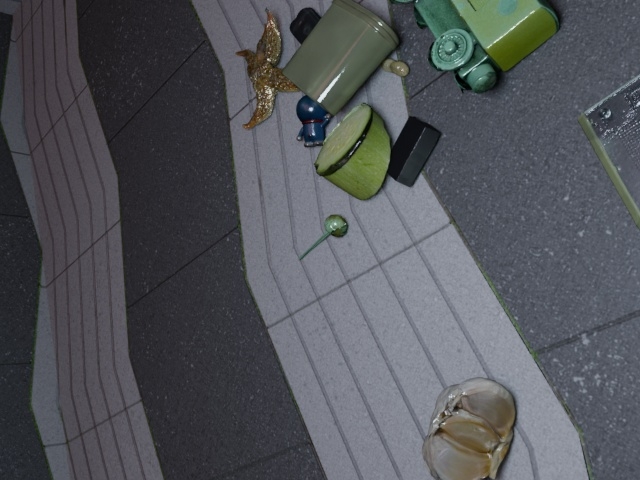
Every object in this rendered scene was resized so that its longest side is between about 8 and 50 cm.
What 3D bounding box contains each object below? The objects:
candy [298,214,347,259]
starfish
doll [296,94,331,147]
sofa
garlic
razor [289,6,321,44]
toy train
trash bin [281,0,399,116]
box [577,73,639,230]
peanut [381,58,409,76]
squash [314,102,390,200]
[{"bbox_3d":[0.000,0.000,1.741,0.202,0.061,0.061,-44,57,40],"label":"candy"},{"bbox_3d":[-0.151,-0.517,1.917,0.301,0.084,0.294,-29,67,42],"label":"starfish"},{"bbox_3d":[-0.020,-0.326,1.773,0.114,0.085,0.152,-5,92,28],"label":"doll"},{"bbox_3d":[0.215,-0.208,1.559,0.147,0.060,0.085,-63,33,17],"label":"sofa"},{"bbox_3d":[0.284,0.374,1.347,0.229,0.178,0.143,-55,18,0],"label":"garlic"},{"bbox_3d":[-0.022,-0.566,1.820,0.090,0.054,0.148,-49,56,28],"label":"razor"},{"bbox_3d":[0.318,-0.508,1.431,0.253,0.160,0.397,-37,60,25],"label":"toy train"},{"bbox_3d":[0.044,-0.457,1.652,0.247,0.121,0.243,-51,45,8],"label":"trash bin"},{"bbox_3d":[0.608,-0.170,1.184,0.210,0.045,0.270,-35,62,36],"label":"box"},{"bbox_3d":[0.182,-0.422,1.624,0.083,0.037,0.037,25,102,40],"label":"peanut"},{"bbox_3d":[0.094,-0.225,1.633,0.220,0.133,0.220,-47,28,35],"label":"squash"}]
